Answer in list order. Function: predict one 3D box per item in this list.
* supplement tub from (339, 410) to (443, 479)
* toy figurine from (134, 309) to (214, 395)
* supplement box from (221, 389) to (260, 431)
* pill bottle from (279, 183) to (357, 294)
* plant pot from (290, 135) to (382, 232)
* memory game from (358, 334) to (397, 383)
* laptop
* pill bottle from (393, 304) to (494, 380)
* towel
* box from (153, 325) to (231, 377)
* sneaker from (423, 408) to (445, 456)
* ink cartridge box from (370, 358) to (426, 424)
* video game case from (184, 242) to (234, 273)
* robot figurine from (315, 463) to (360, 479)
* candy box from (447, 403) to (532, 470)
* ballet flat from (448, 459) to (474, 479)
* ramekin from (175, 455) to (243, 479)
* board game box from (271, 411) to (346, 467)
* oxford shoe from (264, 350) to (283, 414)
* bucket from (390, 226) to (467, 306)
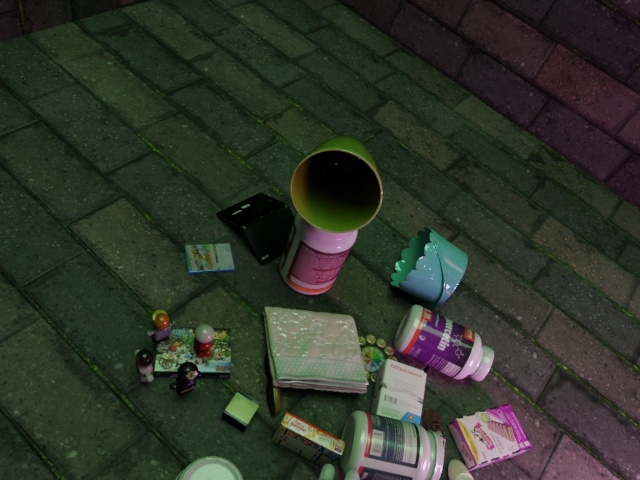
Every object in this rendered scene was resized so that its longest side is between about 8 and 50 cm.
[{"bbox_3d":[0.208,0.630,1.678,0.272,0.191,0.191,16,49,-7],"label":"supplement tub"},{"bbox_3d":[-0.435,0.330,1.664,0.209,0.148,0.213,21,50,-2],"label":"toy figurine"},{"bbox_3d":[-0.241,0.517,1.701,0.083,0.056,0.083,30,49,6],"label":"supplement box"},{"bbox_3d":[0.000,0.000,1.980,0.224,0.392,0.224,10,50,-12],"label":"pill bottle"},{"bbox_3d":[0.066,-0.213,1.768,0.274,0.275,0.293,20,32,-3],"label":"plant pot"},{"bbox_3d":[0.183,0.412,1.964,0.186,0.012,0.186,10,50,-12],"label":"memory game"},{"bbox_3d":[-0.231,-0.054,2.196,0.264,0.137,0.234,26,42,38],"label":"laptop"},{"bbox_3d":[0.434,0.368,1.976,0.323,0.181,0.181,25,49,2],"label":"pill bottle"},{"bbox_3d":[-0.017,0.355,1.867,0.331,0.053,0.317,10,38,-20],"label":"towel"},{"bbox_3d":[-0.403,0.354,1.785,0.233,0.044,0.159,5,52,-16],"label":"box"},{"bbox_3d":[0.380,0.629,1.819,0.066,0.071,0.188,10,51,-12],"label":"sneaker"},{"bbox_3d":[0.255,0.515,1.849,0.148,0.086,0.203,21,52,-4],"label":"ink cartridge box"},{"bbox_3d":[-0.403,0.064,2.039,0.166,0.015,0.119,-3,54,-21],"label":"video game case"},{"bbox_3d":[0.013,0.783,1.480,0.300,0.200,0.353,2,44,22],"label":"robot figurine"},{"bbox_3d":[0.562,0.650,1.866,0.233,0.071,0.159,-7,56,-24],"label":"candy box"},{"bbox_3d":[0.452,0.786,1.711,0.086,0.086,0.248,6,51,-15],"label":"ballet flat"},{"bbox_3d":[-0.300,0.684,1.512,0.207,0.109,0.207,10,50,-12],"label":"ramekin"},{"bbox_3d":[-0.038,0.593,1.652,0.193,0.147,0.045,27,49,2],"label":"board game box"},{"bbox_3d":[-0.133,0.450,1.785,0.076,0.076,0.212,10,49,-19],"label":"oxford shoe"},{"bbox_3d":[0.411,0.105,2.127,0.183,0.281,0.281,30,48,-5],"label":"bucket"}]
